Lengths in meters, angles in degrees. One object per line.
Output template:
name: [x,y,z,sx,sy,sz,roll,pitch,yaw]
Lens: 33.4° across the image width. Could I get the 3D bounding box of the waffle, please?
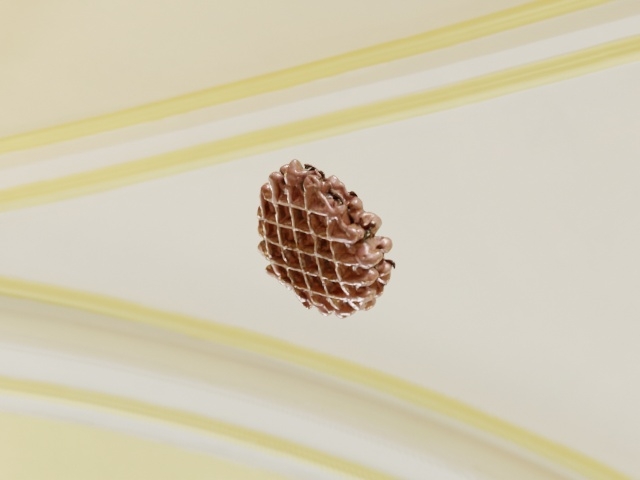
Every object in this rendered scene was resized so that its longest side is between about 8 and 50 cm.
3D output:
waffle: [0.000,0.000,0.503,0.075,0.029,0.083,42,-35,13]
